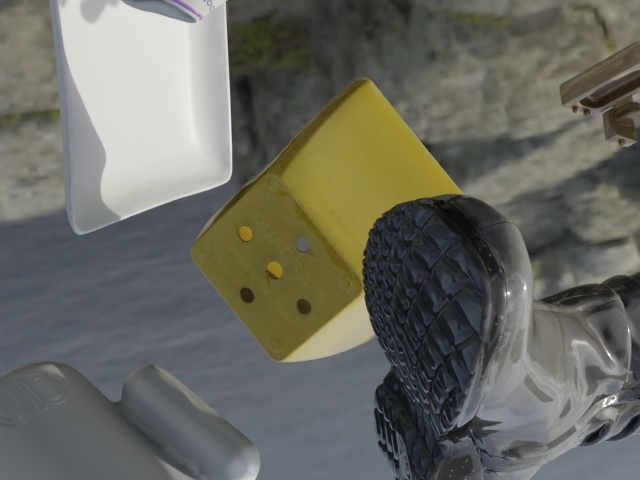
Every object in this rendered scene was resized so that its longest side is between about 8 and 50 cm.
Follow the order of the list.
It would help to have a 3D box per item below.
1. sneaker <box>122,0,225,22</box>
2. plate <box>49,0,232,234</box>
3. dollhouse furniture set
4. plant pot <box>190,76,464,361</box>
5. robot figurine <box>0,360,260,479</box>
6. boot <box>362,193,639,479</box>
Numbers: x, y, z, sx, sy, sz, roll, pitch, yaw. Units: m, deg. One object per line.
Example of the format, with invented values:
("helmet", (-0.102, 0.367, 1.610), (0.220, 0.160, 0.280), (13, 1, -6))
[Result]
("sneaker", (-0.195, -0.333, 1.582), (0.161, 0.282, 0.102), (-47, 169, -6))
("plate", (-0.197, -0.171, 1.717), (0.045, 0.278, 0.277), (9, -161, 33))
("dollhouse furniture set", (0.358, -0.118, 1.657), (0.151, 0.123, 0.144), (13, 152, -35))
("plant pot", (0.000, 0.000, 1.571), (0.212, 0.212, 0.187), (-42, 174, 36))
("robot figurine", (-0.184, 0.230, 1.166), (0.300, 0.353, 0.200), (-47, 160, -8))
("boot", (0.147, 0.047, 0.949), (0.223, 0.118, 0.338), (-21, 154, -11))
